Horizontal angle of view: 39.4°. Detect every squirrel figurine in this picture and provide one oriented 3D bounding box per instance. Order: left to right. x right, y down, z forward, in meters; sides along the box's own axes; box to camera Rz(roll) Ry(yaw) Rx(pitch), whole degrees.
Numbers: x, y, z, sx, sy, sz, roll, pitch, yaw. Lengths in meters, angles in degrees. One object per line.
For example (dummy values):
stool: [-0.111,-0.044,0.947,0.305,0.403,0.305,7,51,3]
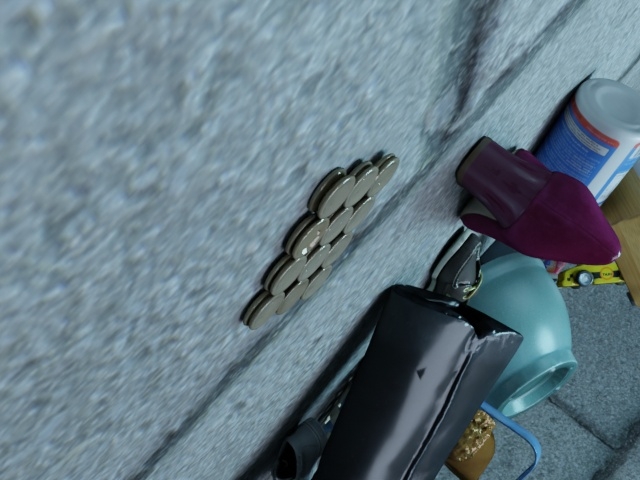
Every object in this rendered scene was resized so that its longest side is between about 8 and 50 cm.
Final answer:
squirrel figurine: [0.340,0.310,1.998,0.370,0.281,0.397,-54,170,-13]

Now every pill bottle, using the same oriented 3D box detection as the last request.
pill bottle: [0.375,-0.114,1.292,0.124,0.124,0.221,-38,162,-41]

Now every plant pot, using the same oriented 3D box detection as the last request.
plant pot: [0.318,0.188,1.554,0.293,0.196,0.293,-26,151,-15]

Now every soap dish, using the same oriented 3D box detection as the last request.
soap dish: [0.494,-0.049,1.437,0.118,0.229,0.290,-25,-144,15]

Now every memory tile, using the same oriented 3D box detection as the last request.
memory tile: [0.000,0.000,0.658,0.113,0.012,0.148,-28,155,-56]

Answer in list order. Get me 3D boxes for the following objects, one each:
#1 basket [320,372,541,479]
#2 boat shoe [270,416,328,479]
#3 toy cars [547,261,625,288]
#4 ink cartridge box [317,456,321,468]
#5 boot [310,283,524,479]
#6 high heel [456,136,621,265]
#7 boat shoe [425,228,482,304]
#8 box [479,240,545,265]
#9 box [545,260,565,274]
basket: [0.155,0.313,1.363,0.254,0.289,0.201,-59,166,23]
boat shoe: [-0.039,0.318,1.260,0.063,0.066,0.184,-24,156,-32]
toy cars: [0.517,0.067,1.947,0.177,0.087,0.394,2,171,-44]
ink cartridge box: [0.017,0.364,1.541,0.104,0.062,0.181,-32,157,-50]
boot: [0.029,0.263,1.111,0.367,0.146,0.445,13,111,-49]
high heel: [0.264,-0.020,1.066,0.127,0.181,0.377,-53,166,12]
boat shoe: [0.204,0.057,1.314,0.081,0.069,0.227,-44,165,-23]
box: [0.410,0.023,1.807,0.261,0.103,0.184,-44,162,-22]
box: [0.578,-0.047,2.086,0.257,0.123,0.128,-43,163,-28]
